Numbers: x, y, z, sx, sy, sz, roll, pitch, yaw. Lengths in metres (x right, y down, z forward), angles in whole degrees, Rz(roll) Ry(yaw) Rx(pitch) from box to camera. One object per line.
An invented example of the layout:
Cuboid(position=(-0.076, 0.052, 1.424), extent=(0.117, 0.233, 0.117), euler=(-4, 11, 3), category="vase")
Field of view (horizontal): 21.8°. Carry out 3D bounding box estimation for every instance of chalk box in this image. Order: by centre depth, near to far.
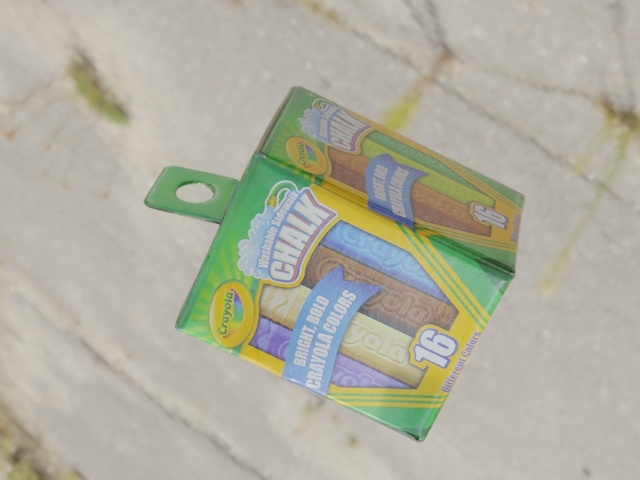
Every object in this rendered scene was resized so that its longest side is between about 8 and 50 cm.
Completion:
Cuboid(position=(0.000, 0.000, 1.012), extent=(0.213, 0.132, 0.132), euler=(26, 116, -3), category="chalk box")
